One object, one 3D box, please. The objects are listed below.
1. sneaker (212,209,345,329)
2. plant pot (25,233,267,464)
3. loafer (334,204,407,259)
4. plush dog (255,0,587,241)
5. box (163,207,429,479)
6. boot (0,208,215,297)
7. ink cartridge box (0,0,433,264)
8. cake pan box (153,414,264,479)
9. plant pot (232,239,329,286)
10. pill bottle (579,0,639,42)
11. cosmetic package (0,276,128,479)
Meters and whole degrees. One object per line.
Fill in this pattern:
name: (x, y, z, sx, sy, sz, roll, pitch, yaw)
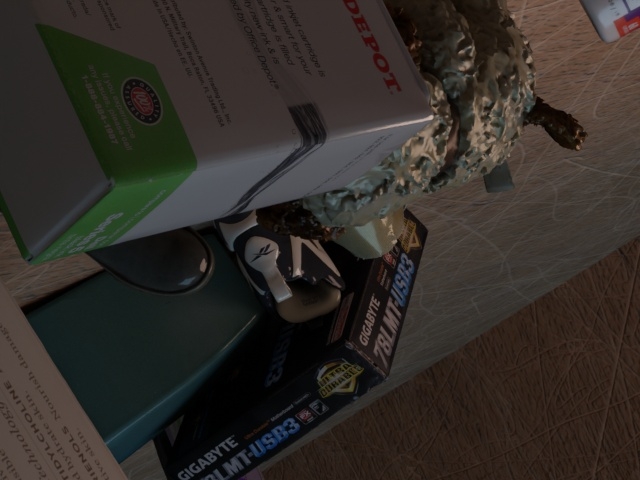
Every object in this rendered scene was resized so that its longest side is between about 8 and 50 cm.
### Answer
sneaker: (-0.028, 0.029, 2.046, 0.094, 0.153, 0.235, -27, 168, 7)
plant pot: (-0.181, 0.108, 2.062, 0.234, 0.165, 0.166, -33, 169, -8)
loafer: (0.026, -0.054, 1.745, 0.102, 0.092, 0.268, -22, -161, 11)
plush dog: (0.059, -0.089, 1.404, 0.225, 0.210, 0.262, -34, 154, -43)
box: (-0.024, 0.118, 2.121, 0.293, 0.073, 0.295, -37, -161, 31)
boot: (-0.185, -0.022, 1.518, 0.208, 0.189, 0.076, 73, 39, -77)
ink cartridge box: (-0.089, -0.117, 1.192, 0.273, 0.198, 0.115, -14, 163, -43)
cake pan box: (-0.167, 0.284, 2.621, 0.070, 0.246, 0.267, -18, 167, -20)
plant pot: (0.000, 0.000, 2.278, 0.236, 0.032, 0.236, -26, 168, -6)
pill bottle: (0.304, -0.260, 1.628, 0.193, 0.108, 0.108, -28, 168, 10)
cosmetic package: (-0.407, 0.243, 1.558, 0.329, 0.327, 0.394, -31, -179, 23)
